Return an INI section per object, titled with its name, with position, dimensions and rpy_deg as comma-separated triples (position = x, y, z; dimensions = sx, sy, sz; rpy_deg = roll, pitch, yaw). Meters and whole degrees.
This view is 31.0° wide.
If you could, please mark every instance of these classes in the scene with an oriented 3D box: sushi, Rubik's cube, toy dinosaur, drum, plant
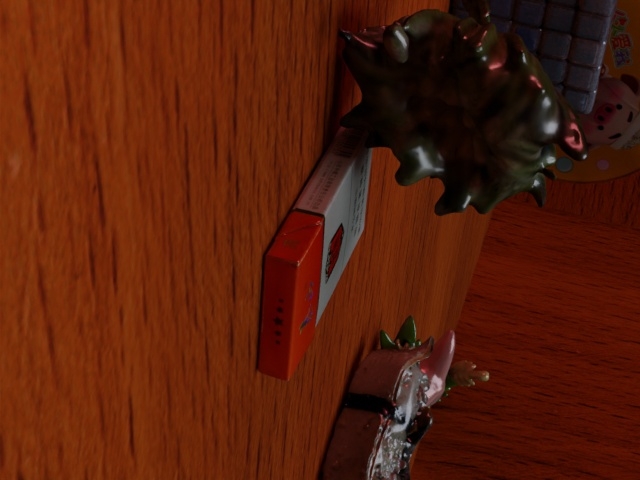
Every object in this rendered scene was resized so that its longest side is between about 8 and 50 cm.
[sushi]
position = 0.079, 0.241, 1.582
dimensions = 0.109, 0.134, 0.273
rpy_deg = 33, 79, -46
[Rubik's cube]
position = 0.329, -0.365, 1.746
dimensions = 0.238, 0.237, 0.237
rpy_deg = -64, 162, -44
[toy dinosaur]
position = 0.133, 0.205, 1.724
dimensions = 0.194, 0.152, 0.177
rpy_deg = -39, -176, -1
[drum]
position = 0.488, -0.330, 2.126
dimensions = 0.214, 0.431, 0.431
rpy_deg = -60, 161, -51
[plant]
position = 0.165, -0.188, 1.095
dimensions = 0.180, 0.251, 0.333
rpy_deg = -30, -157, 49

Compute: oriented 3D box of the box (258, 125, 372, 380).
[box]
position = 0.000, 0.000, 1.065
dimensions = 0.245, 0.035, 0.139
rpy_deg = -63, 163, -52
